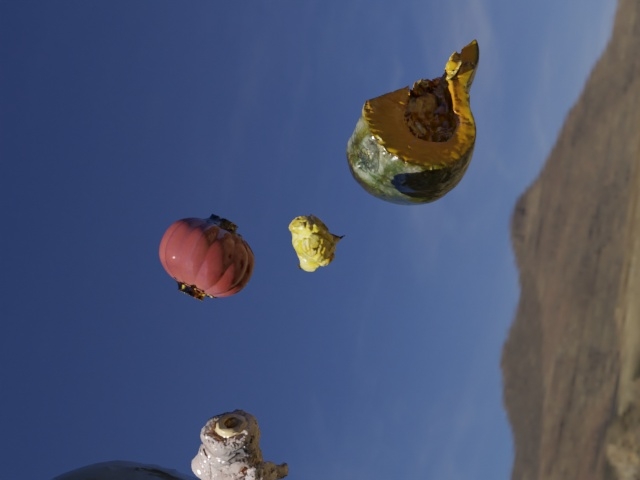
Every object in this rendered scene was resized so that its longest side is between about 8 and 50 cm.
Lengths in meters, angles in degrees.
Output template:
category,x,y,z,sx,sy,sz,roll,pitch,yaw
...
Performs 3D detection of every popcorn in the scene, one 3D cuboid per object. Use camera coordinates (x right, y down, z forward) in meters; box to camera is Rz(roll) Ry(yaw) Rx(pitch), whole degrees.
category,x,y,z,sx,sy,sz,roll,pitch,yaw
popcorn,0.000,0.000,1.732,0.084,0.084,0.084,9,-90,-73

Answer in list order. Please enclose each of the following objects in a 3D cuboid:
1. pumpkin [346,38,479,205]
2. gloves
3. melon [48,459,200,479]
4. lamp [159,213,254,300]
category,x,y,z,sx,sy,sz,roll,pitch,yaw
pumpkin,0.144,-0.191,1.915,0.139,0.190,0.281,105,174,-57
gloves,-0.111,0.292,1.593,0.110,0.094,0.144,-32,-50,-5
melon,-0.155,0.304,0.909,0.308,0.271,0.272,-91,-3,-51
lamp,-0.124,0.018,1.327,0.092,0.107,0.107,-65,-19,-7
